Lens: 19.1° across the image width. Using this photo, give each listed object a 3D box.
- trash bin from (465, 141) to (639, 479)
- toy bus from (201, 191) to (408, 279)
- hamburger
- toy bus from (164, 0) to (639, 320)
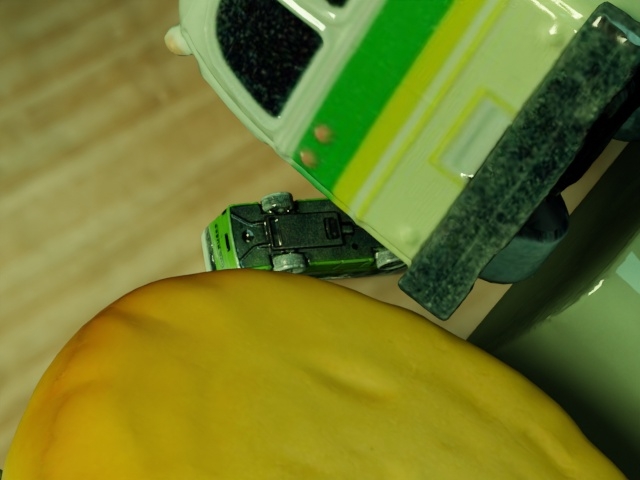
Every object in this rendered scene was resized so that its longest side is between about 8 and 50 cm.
[{"bbox_3d":[0.246,0.090,0.733,0.343,0.158,0.223,46,60,-4],"label":"trash bin"},{"bbox_3d":[0.000,0.000,0.716,0.083,0.037,0.031,-4,74,-27],"label":"toy bus"},{"bbox_3d":[-0.012,0.136,0.574,0.246,0.170,0.246,21,34,-15],"label":"hamburger"},{"bbox_3d":[0.074,-0.111,0.693,0.165,0.133,0.276,38,36,5],"label":"toy bus"}]
